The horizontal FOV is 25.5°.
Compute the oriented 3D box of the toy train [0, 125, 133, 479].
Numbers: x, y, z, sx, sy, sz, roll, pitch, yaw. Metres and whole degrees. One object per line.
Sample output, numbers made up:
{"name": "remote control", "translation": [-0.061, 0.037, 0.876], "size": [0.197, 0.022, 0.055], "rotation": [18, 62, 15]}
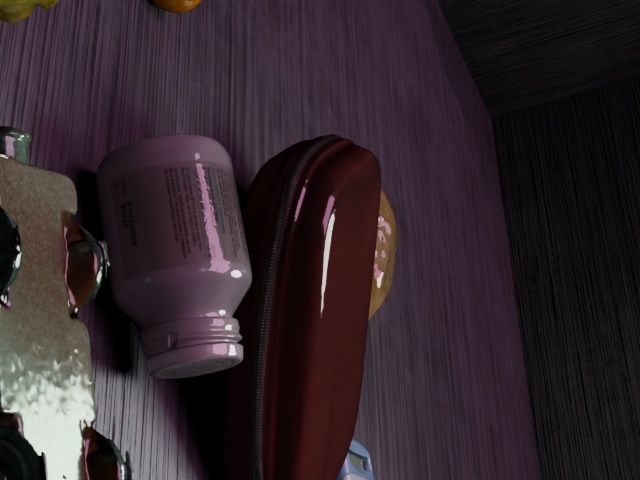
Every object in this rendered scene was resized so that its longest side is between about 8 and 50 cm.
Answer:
{"name": "toy train", "translation": [-0.229, 0.087, 0.957], "size": [0.129, 0.159, 0.326], "rotation": [21, 59, -67]}

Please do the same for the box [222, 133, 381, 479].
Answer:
{"name": "box", "translation": [-0.020, 0.089, 1.515], "size": [0.263, 0.108, 0.403], "rotation": [-39, 136, -68]}

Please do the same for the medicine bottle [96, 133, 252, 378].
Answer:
{"name": "medicine bottle", "translation": [-0.136, 0.019, 1.353], "size": [0.135, 0.135, 0.215], "rotation": [26, 51, -69]}

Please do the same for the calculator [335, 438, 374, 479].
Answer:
{"name": "calculator", "translation": [0.044, 0.346, 1.831], "size": [0.121, 0.039, 0.210], "rotation": [44, 34, -63]}

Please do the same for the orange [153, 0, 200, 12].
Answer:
{"name": "orange", "translation": [-0.168, -0.307, 1.651], "size": [0.083, 0.070, 0.083], "rotation": [54, 26, -41]}

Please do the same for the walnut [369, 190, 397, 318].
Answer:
{"name": "walnut", "translation": [0.000, 0.000, 1.733], "size": [0.198, 0.198, 0.245], "rotation": [55, 35, -49]}

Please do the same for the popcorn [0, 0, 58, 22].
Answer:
{"name": "popcorn", "translation": [-0.269, -0.273, 1.150], "size": [0.197, 0.156, 0.197], "rotation": [-2, 90, -71]}
